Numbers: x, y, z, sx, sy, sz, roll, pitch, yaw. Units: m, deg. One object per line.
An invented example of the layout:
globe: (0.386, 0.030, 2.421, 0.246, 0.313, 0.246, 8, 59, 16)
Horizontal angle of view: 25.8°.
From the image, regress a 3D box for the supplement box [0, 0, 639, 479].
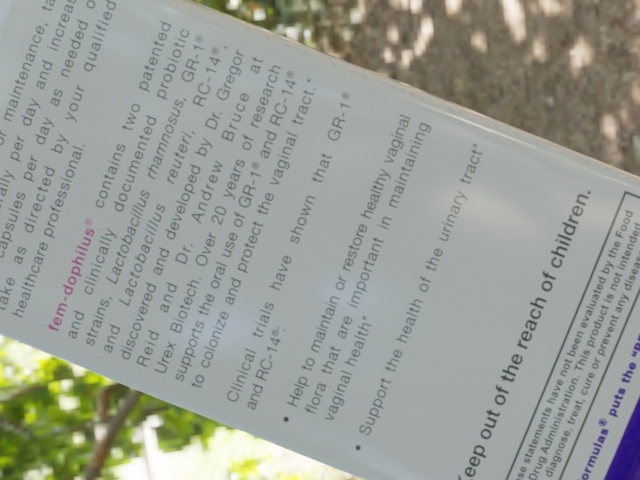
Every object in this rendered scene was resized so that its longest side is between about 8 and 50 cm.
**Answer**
supplement box: (0.000, 0.000, 0.439, 0.111, 0.220, 0.113, -63, -7, -83)
